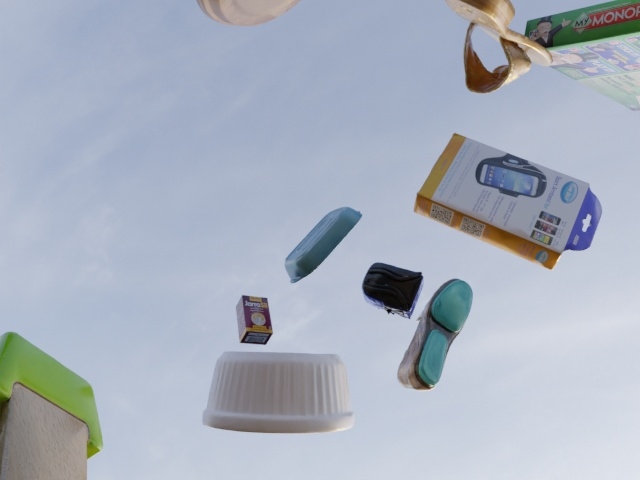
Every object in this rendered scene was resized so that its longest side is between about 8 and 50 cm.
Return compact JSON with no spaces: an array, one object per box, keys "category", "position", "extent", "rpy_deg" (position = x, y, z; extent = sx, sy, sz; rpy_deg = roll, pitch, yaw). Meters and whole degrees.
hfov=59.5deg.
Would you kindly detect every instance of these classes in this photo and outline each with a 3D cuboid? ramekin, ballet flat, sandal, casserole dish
[{"category":"ramekin","position":[-0.072,0.266,1.007],"extent":[0.272,0.273,0.127],"rpy_deg":[-1,-103,9]},{"category":"ballet flat","position":[0.255,0.212,1.293],"extent":[0.107,0.316,0.106],"rpy_deg":[44,-38,-7]},{"category":"sandal","position":[0.178,-0.201,0.607],"extent":[0.088,0.240,0.079],"rpy_deg":[37,-72,27]},{"category":"casserole dish","position":[0.000,0.000,1.021],"extent":[0.037,0.188,0.114],"rpy_deg":[48,-22,-12]}]

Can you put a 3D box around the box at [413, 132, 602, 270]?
[{"category":"box","position":[0.155,-0.032,0.461],"extent":[0.136,0.081,0.028],"rpy_deg":[26,-30,15]}]

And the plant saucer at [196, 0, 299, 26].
[{"category":"plant saucer","position":[-0.064,-0.426,0.833],"extent":[0.278,0.278,0.041],"rpy_deg":[-44,-100,26]}]

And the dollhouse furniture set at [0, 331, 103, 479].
[{"category":"dollhouse furniture set","position":[-0.296,0.171,0.290],"extent":[0.301,0.151,0.198],"rpy_deg":[-33,-50,1]}]

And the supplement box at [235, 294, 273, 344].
[{"category":"supplement box","position":[-0.125,0.150,1.053],"extent":[0.054,0.083,0.043],"rpy_deg":[8,-46,-25]}]

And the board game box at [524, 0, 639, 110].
[{"category":"board game box","position":[0.447,-0.234,0.727],"extent":[0.317,0.213,0.046],"rpy_deg":[7,-89,-38]}]

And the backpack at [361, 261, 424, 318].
[{"category":"backpack","position":[0.150,0.111,1.200],"extent":[0.120,0.098,0.101],"rpy_deg":[18,-27,17]}]
